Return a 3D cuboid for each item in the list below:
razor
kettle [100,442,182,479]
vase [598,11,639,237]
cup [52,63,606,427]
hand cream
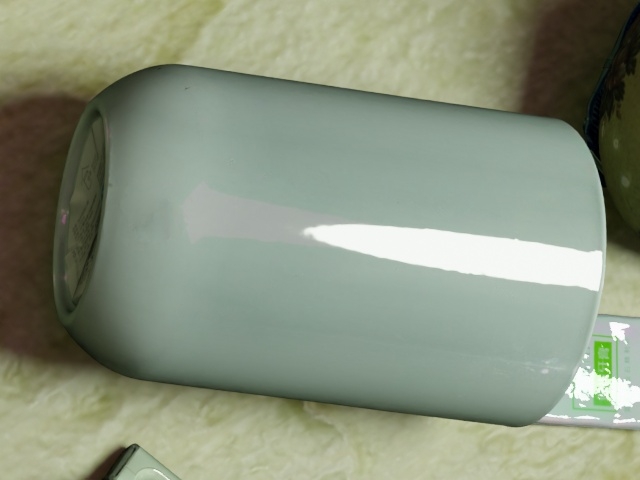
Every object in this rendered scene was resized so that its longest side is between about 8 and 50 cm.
[{"bbox_3d":[0.218,-0.117,1.327,0.044,0.028,0.154,41,64,-46],"label":"razor"},{"bbox_3d":[-0.096,0.219,1.121,0.148,0.098,0.127,43,75,-7],"label":"kettle"},{"bbox_3d":[0.320,-0.147,1.209,0.241,0.329,0.302,11,73,14],"label":"vase"},{"bbox_3d":[0.000,0.000,1.131,0.312,0.205,0.205,9,79,-19],"label":"cup"},{"bbox_3d":[0.260,0.097,1.311,0.275,0.050,0.079,5,53,-16],"label":"hand cream"}]
